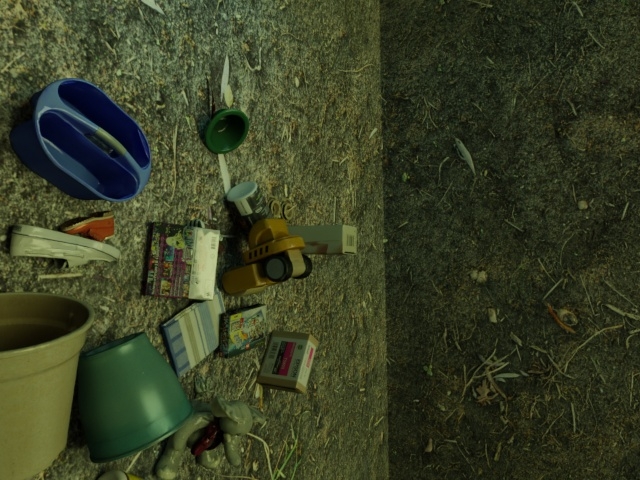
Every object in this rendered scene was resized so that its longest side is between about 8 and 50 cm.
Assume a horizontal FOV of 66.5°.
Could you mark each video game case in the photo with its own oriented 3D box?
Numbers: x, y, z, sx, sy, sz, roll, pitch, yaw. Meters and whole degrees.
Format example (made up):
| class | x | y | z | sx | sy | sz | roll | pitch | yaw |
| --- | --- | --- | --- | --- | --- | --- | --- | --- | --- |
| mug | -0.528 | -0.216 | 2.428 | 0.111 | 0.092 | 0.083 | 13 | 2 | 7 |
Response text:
| class | x | y | z | sx | sy | sz | roll | pitch | yaw |
| --- | --- | --- | --- | --- | --- | --- | --- | --- | --- |
| video game case | -0.431 | 0.068 | 1.532 | 0.210 | 0.042 | 0.231 | 8 | 80 | -28 |

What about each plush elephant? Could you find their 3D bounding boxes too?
| class | x | y | z | sx | sy | sz | roll | pitch | yaw |
| --- | --- | --- | --- | --- | --- | --- | --- | --- | --- |
| plush elephant | -0.327 | 0.616 | 1.589 | 0.272 | 0.256 | 0.329 | 37 | 56 | -56 |

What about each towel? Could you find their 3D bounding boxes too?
| class | x | y | z | sx | sy | sz | roll | pitch | yaw |
| --- | --- | --- | --- | --- | --- | --- | --- | --- | --- |
| towel | -0.419 | 0.307 | 1.667 | 0.285 | 0.034 | 0.209 | -39 | 125 | -54 |

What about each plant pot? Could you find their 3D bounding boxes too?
| class | x | y | z | sx | sy | sz | roll | pitch | yaw |
| --- | --- | --- | --- | --- | --- | --- | --- | --- | --- |
| plant pot | -0.642 | 0.300 | 0.989 | 0.334 | 0.334 | 0.305 | -17 | 116 | -61 |
| plant pot | -0.508 | 0.389 | 1.280 | 0.272 | 0.272 | 0.255 | -25 | 95 | -60 |

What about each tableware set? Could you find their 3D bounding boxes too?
| class | x | y | z | sx | sy | sz | roll | pitch | yaw |
| --- | --- | --- | --- | --- | --- | --- | --- | --- | --- |
| tableware set | -0.169 | -0.133 | 2.151 | 0.194 | 0.039 | 0.128 | 6 | 84 | -62 |

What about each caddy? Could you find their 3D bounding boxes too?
| class | x | y | z | sx | sy | sz | roll | pitch | yaw |
| --- | --- | --- | --- | --- | --- | --- | --- | --- | --- |
| caddy | -0.579 | -0.242 | 1.228 | 0.341 | 0.179 | 0.241 | 48 | 49 | -51 |

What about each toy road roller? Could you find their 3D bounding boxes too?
| class | x | y | z | sx | sy | sz | roll | pitch | yaw |
| --- | --- | --- | --- | --- | --- | --- | --- | --- | --- |
| toy road roller | -0.208 | 0.057 | 1.807 | 0.203 | 0.330 | 0.240 | 0 | 71 | -63 |

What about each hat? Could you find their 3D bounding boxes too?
| class | x | y | z | sx | sy | sz | roll | pitch | yaw |
| --- | --- | --- | --- | --- | --- | --- | --- | --- | --- |
| hat | -0.375 | -0.452 | 1.790 | 0.208 | 0.183 | 0.173 | -52 | 147 | 15 |

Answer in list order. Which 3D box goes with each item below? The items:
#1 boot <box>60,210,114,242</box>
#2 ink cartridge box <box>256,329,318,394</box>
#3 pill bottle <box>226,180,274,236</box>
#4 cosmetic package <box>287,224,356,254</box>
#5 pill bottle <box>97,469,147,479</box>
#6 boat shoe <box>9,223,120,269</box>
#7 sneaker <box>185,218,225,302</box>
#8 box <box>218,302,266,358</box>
| class | x | y | z | sx | sy | sz | roll | pitch | yaw |
| --- | --- | --- | --- | --- | --- | --- | --- | --- | --- |
| boot | -0.610 | -0.026 | 1.294 | 0.158 | 0.059 | 0.084 | -28 | 118 | -61 |
| ink cartridge box | -0.135 | 0.501 | 2.026 | 0.088 | 0.193 | 0.234 | 55 | 42 | -47 |
| pill bottle | -0.255 | -0.096 | 1.888 | 0.130 | 0.131 | 0.245 | -63 | 141 | -42 |
| cosmetic package | 0.000 | 0.000 | 2.193 | 0.153 | 0.296 | 0.129 | 6 | 85 | -61 |
| pill bottle | -0.525 | 0.723 | 1.357 | 0.215 | 0.117 | 0.117 | 57 | 41 | -45 |
| boat shoe | -0.629 | 0.031 | 1.215 | 0.268 | 0.096 | 0.088 | 26 | 71 | -58 |
| sneaker | -0.379 | 0.069 | 1.680 | 0.163 | 0.107 | 0.281 | 1 | 88 | -65 |
| box | -0.287 | 0.334 | 1.829 | 0.233 | 0.044 | 0.159 | -6 | 101 | -62 |
